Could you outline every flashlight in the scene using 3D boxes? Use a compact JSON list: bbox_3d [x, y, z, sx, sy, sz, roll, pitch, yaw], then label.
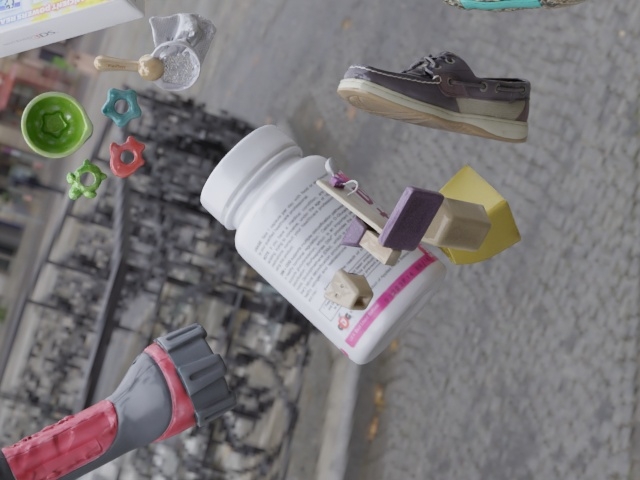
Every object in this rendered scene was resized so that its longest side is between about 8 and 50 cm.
[{"bbox_3d":[-0.235,0.186,1.208,0.103,0.304,0.103,67,162,-3],"label":"flashlight"}]

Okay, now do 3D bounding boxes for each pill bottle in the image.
[{"bbox_3d":[0.000,0.000,1.505,0.160,0.283,0.160,-45,-11,-11],"label":"pill bottle"}]

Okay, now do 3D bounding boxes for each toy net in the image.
[{"bbox_3d":[-0.193,-0.147,1.298,0.232,0.122,0.045,-38,11,-7],"label":"toy net"}]

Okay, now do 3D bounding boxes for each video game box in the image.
[{"bbox_3d":[-0.263,-0.274,1.169,0.048,0.205,0.187,40,-138,-60],"label":"video game box"}]

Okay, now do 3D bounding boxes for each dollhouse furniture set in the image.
[{"bbox_3d":[0.045,-0.009,0.816,0.081,0.114,0.091,40,110,35],"label":"dollhouse furniture set"}]

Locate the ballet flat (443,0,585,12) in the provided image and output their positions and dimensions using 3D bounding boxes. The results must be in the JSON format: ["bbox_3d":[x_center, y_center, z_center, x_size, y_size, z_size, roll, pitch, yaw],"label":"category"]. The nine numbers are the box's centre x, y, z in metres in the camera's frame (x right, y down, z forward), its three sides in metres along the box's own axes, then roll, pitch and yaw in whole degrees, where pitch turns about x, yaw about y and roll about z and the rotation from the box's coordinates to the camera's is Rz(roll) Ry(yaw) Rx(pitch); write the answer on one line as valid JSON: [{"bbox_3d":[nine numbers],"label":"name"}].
[{"bbox_3d":[0.137,-0.400,0.985,0.164,0.182,0.482,35,-127,-60],"label":"ballet flat"}]

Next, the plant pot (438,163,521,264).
[{"bbox_3d":[0.170,-0.021,1.447,0.083,0.081,0.081,-36,49,-5],"label":"plant pot"}]

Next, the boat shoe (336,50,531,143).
[{"bbox_3d":[0.143,-0.181,1.491,0.103,0.285,0.092,14,94,56],"label":"boat shoe"}]
